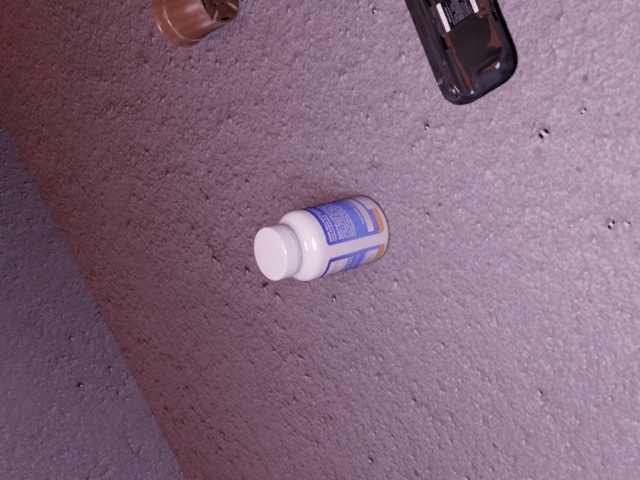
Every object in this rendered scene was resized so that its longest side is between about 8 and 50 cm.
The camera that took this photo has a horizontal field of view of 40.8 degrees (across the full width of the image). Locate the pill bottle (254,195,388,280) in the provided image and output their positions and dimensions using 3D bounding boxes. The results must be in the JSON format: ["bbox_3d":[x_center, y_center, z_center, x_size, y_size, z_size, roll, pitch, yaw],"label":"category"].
[{"bbox_3d":[0.000,0.000,1.822,0.152,0.272,0.152,20,116,47],"label":"pill bottle"}]

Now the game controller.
[{"bbox_3d":[0.243,-0.413,1.565,0.167,0.067,0.319,-25,82,38],"label":"game controller"}]

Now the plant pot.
[{"bbox_3d":[-0.300,-0.578,2.122,0.165,0.167,0.166,-7,96,45],"label":"plant pot"}]
